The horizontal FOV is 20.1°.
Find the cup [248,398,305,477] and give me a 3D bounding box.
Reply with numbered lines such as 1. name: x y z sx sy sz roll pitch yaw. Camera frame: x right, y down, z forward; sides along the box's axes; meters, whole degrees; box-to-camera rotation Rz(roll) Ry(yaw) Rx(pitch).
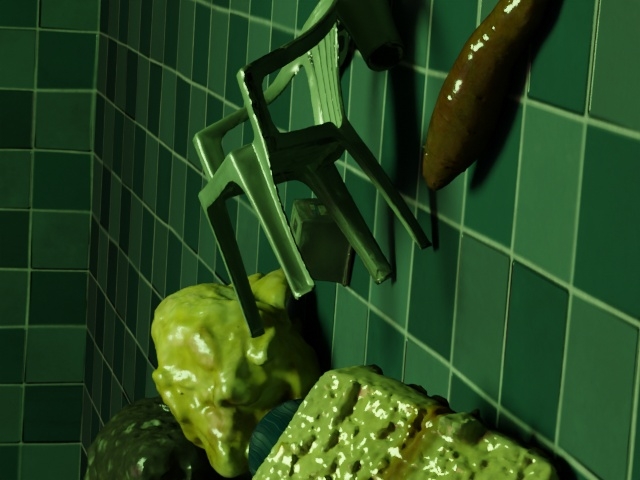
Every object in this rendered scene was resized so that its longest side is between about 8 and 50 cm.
1. cup: 0.013 0.237 1.796 0.113 0.150 0.138 -48 16 -7

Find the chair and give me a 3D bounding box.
1. chair: -0.019 -0.080 1.698 0.275 0.190 0.203 66 159 6

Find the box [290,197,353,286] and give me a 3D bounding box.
1. box: 0.000 0.000 1.904 0.060 0.063 0.085 -113 27 -56

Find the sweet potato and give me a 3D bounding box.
1. sweet potato: 0.129 -0.130 1.459 0.265 0.057 0.057 110 156 -46

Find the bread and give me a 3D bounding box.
1. bread: 0.083 0.247 1.442 0.263 0.198 0.236 24 84 47

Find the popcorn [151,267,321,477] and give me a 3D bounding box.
1. popcorn: -0.099 0.140 2.027 0.253 0.190 0.191 -108 30 -59

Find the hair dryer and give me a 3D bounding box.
1. hair dryer: 0.031 -0.215 1.818 0.219 0.088 0.225 -119 20 -54

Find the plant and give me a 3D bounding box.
1. plant: -0.140 0.321 2.110 0.312 0.213 0.215 -136 48 -58
